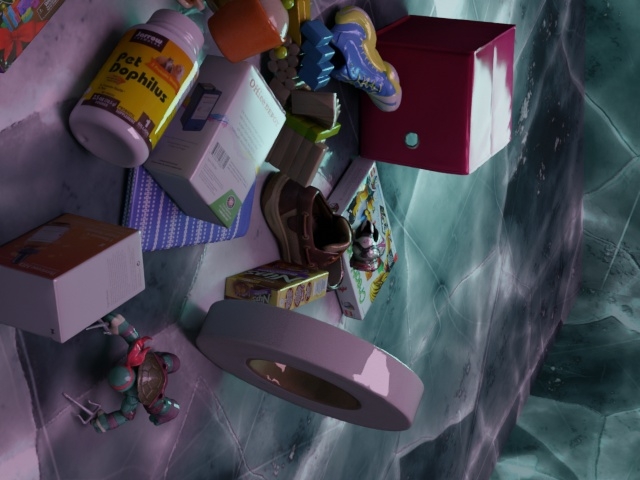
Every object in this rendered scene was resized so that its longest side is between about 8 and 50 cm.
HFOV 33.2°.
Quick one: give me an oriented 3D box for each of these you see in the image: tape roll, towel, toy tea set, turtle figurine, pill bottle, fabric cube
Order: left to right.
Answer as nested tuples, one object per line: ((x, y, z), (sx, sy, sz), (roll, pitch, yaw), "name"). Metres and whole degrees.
((-0.280, 0.207, 1.591), (0.234, 0.118, 0.175), (38, 67, -67), "turtle figurine")
((-0.244, -0.213, 1.468), (0.215, 0.117, 0.117), (-64, 150, -27), "pill bottle")
((-0.199, -0.111, 1.704), (0.336, 0.040, 0.243), (-9, 110, -60), "towel")
((-0.146, -0.392, 1.493), (0.336, 0.124, 0.200), (43, 22, -58), "toy tea set")
((-0.019, 0.213, 1.795), (0.072, 0.392, 0.392), (-68, 152, -18), "tape roll")
((0.246, -0.311, 2.241), (0.259, 0.254, 0.258), (-37, 133, -52), "fabric cube")

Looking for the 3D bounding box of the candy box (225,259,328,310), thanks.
((-0.077, 0.083, 1.935), (0.187, 0.109, 0.053), (-21, 120, -60), "candy box")

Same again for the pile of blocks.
((-0.015, -0.282, 1.856), (0.113, 0.149, 0.362), (-31, 128, -55), "pile of blocks")

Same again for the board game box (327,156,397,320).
((0.081, 0.000, 2.272), (0.193, 0.053, 0.305), (-58, 147, -33), "board game box")

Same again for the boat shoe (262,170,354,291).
((0.000, 0.000, 2.033), (0.123, 0.123, 0.342), (-62, 150, -28), "boat shoe")

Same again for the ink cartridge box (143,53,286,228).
((-0.154, -0.151, 1.626), (0.212, 0.093, 0.154), (-63, 150, -18), "ink cartridge box")

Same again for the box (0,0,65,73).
((-0.352, -0.368, 1.253), (0.293, 0.057, 0.201), (-61, 149, -30), "box")

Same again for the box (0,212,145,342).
((-0.332, 0.044, 1.390), (0.170, 0.130, 0.091), (-38, 134, -53), "box")

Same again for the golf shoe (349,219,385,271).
((0.098, -0.004, 2.116), (0.186, 0.068, 0.086), (-77, 176, -71), "golf shoe")

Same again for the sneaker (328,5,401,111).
((0.068, -0.326, 2.071), (0.126, 0.091, 0.240), (-48, 125, -28), "sneaker")
